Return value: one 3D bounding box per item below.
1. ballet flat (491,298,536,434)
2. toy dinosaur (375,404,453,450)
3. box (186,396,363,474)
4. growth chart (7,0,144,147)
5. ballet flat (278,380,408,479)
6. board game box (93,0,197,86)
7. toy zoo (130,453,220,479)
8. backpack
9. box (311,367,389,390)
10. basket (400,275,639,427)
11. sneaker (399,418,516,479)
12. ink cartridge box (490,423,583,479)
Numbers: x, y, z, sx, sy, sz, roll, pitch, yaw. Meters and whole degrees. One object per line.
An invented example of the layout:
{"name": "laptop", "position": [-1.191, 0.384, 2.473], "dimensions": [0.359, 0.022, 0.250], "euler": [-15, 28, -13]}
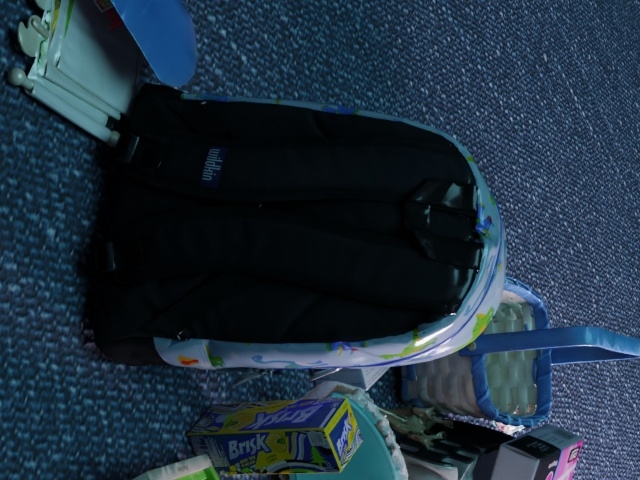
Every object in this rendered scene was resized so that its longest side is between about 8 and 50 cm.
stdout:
{"name": "ballet flat", "position": [0.310, 0.182, 1.963], "dimensions": [0.091, 0.077, 0.241], "euler": [22, 65, -55]}
{"name": "toy dinosaur", "position": [0.105, 0.230, 1.599], "dimensions": [0.183, 0.093, 0.053], "euler": [28, 75, -45]}
{"name": "box", "position": [-0.047, 0.198, 1.269], "dimensions": [0.059, 0.169, 0.054], "euler": [-48, 124, -51]}
{"name": "growth chart", "position": [-0.218, -0.211, 1.209], "dimensions": [0.172, 0.021, 0.237], "euler": [44, 48, -46]}
{"name": "ballet flat", "position": [0.047, 0.320, 1.476], "dimensions": [0.147, 0.147, 0.409], "euler": [-51, 130, -51]}
{"name": "board game box", "position": [-0.179, -0.225, 1.220], "dimensions": [0.168, 0.033, 0.133], "euler": [60, 24, -27]}
{"name": "toy zoo", "position": [-0.076, 0.340, 1.158], "dimensions": [0.293, 0.030, 0.192], "euler": [61, 8, 9]}
{"name": "backpack", "position": [0.000, 0.000, 1.206], "dimensions": [0.273, 0.356, 0.290], "euler": [38, 52, -56]}
{"name": "box", "position": [0.037, 0.097, 1.526], "dimensions": [0.126, 0.072, 0.137], "euler": [-35, 115, -56]}
{"name": "basket", "position": [0.263, 0.147, 1.680], "dimensions": [0.255, 0.289, 0.201], "euler": [20, 69, -59]}
{"name": "sneaker", "position": [0.177, 0.330, 1.696], "dimensions": [0.330, 0.122, 0.146], "euler": [-3, 104, -60]}
{"name": "ink cartridge box", "position": [0.249, 0.437, 1.692], "dimensions": [0.176, 0.069, 0.371], "euler": [-3, 112, -60]}
